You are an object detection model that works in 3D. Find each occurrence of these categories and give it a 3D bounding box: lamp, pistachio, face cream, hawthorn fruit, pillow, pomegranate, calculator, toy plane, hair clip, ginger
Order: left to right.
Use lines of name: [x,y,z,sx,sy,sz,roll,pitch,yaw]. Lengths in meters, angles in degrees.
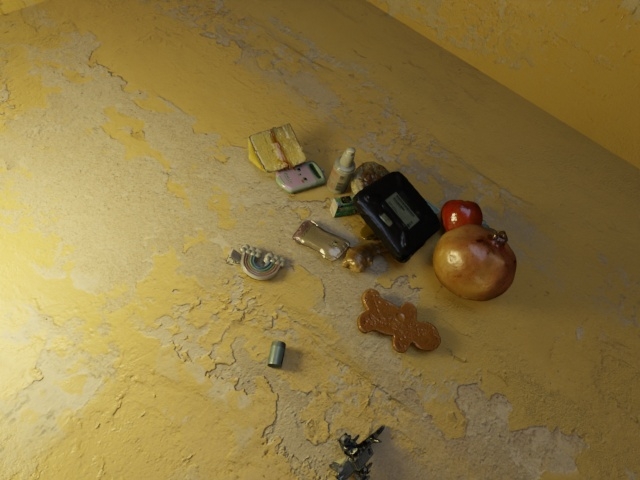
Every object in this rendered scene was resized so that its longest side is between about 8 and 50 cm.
hair clip: [-0.252,0.091,1.722,0.220,0.054,0.140,20,47,-7]
calculator: [-0.087,-0.289,2.023,0.246,0.045,0.141,-19,64,-27]
pillow: [0.000,0.000,1.837,0.232,0.038,0.131,28,58,19]
face cream: [0.102,-0.318,1.967,0.101,0.252,0.101,8,55,-11]
toy plane: [0.137,0.671,1.415,0.262,0.088,0.192,-28,95,-33]
ginger: [0.217,0.057,1.857,0.294,0.086,0.131,-14,40,-29]
pistachio: [0.238,-0.045,1.948,0.089,0.049,0.173,23,52,29]
hawthorn fruit: [0.632,-0.075,2.017,0.196,0.196,0.225,12,84,-8]
pomegranate: [0.639,0.080,1.813,0.338,0.338,0.338,8,55,-11]
lamp: [0.777,-0.040,2.087,0.091,0.091,0.163,9,39,-10]

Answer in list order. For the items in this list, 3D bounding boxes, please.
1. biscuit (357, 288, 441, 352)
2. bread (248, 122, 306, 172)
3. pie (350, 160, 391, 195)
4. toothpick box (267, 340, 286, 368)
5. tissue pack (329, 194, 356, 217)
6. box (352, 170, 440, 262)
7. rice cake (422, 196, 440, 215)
biscuit: [0.302,0.331,1.717,0.339,0.047,0.216,21,56,-4]
bread: [-0.182,-0.408,1.994,0.240,0.135,0.178,-25,48,-31]
pie: [0.255,-0.243,2.045,0.274,0.055,0.274,13,61,-25]
toothpick box: [-0.152,0.395,1.539,0.052,0.052,0.083,14,56,-7]
tissue pack: [0.103,-0.160,1.965,0.111,0.085,0.079,-11,59,-21]
box: [0.338,-0.114,1.936,0.359,0.091,0.350,52,49,4]
rice cake: [0.469,-0.189,2.099,0.221,0.080,0.042,39,92,12]
